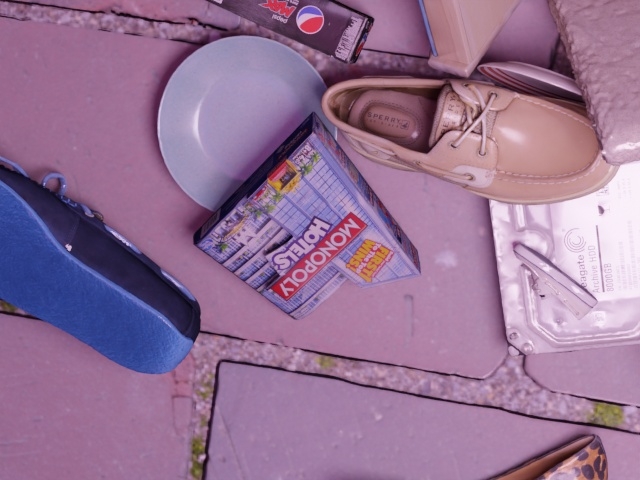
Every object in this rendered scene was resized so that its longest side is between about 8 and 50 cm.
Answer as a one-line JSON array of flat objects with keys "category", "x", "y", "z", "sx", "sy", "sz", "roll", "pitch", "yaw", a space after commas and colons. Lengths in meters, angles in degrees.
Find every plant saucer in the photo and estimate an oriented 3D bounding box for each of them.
[{"category": "plant saucer", "x": -0.075, "y": -0.121, "z": 1.408, "sx": 0.195, "sy": 0.037, "sz": 0.195, "roll": 2, "pitch": 101, "yaw": 9}]

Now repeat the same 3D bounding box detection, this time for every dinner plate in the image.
[{"category": "dinner plate", "x": 0.222, "y": -0.152, "z": 1.299, "sx": 0.141, "sy": 0.141, "sz": 0.017, "roll": 21, "pitch": 90, "yaw": 5}]

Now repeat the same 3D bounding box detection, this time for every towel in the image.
[{"category": "towel", "x": 0.321, "y": -0.183, "z": 1.222, "sx": 0.187, "sy": 0.282, "sz": 0.049, "roll": -14, "pitch": 134, "yaw": 9}]

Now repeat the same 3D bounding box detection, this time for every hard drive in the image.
[{"category": "hard drive", "x": 0.344, "y": -0.015, "z": 1.342, "sx": 0.339, "sy": 0.064, "sz": 0.237, "roll": -6, "pitch": 99, "yaw": 12}]

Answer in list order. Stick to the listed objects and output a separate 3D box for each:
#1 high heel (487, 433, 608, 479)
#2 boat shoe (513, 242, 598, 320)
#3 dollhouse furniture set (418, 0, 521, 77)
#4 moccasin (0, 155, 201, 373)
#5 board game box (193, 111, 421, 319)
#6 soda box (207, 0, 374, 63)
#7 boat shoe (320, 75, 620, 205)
[{"category": "high heel", "x": 0.165, "y": 0.252, "z": 1.400, "sx": 0.261, "sy": 0.093, "sz": 0.186, "roll": 18, "pitch": 110, "yaw": -11}, {"category": "boat shoe", "x": 0.228, "y": 0.043, "z": 1.324, "sx": 0.100, "sy": 0.035, "sz": 0.035, "roll": 37, "pitch": 102, "yaw": -4}, {"category": "dollhouse furniture set", "x": 0.057, "y": -0.348, "z": 1.324, "sx": 0.303, "sy": 0.198, "sz": 0.286, "roll": 22, "pitch": 63, "yaw": 29}, {"category": "moccasin", "x": -0.282, "y": 0.021, "z": 1.435, "sx": 0.342, "sy": 0.117, "sz": 0.138, "roll": 41, "pitch": 117, "yaw": -4}, {"category": "board game box", "x": 0.000, "y": 0.000, "z": 1.381, "sx": 0.194, "sy": 0.060, "sz": 0.194, "roll": 38, "pitch": 112, "yaw": -18}, {"category": "soda box", "x": -0.032, "y": -0.239, "z": 1.366, "sx": 0.169, "sy": 0.060, "sz": 0.053, "roll": 26, "pitch": 102, "yaw": 5}, {"category": "boat shoe", "x": 0.141, "y": -0.106, "z": 1.288, "sx": 0.302, "sy": 0.098, "sz": 0.109, "roll": 14, "pitch": 85, "yaw": 30}]
